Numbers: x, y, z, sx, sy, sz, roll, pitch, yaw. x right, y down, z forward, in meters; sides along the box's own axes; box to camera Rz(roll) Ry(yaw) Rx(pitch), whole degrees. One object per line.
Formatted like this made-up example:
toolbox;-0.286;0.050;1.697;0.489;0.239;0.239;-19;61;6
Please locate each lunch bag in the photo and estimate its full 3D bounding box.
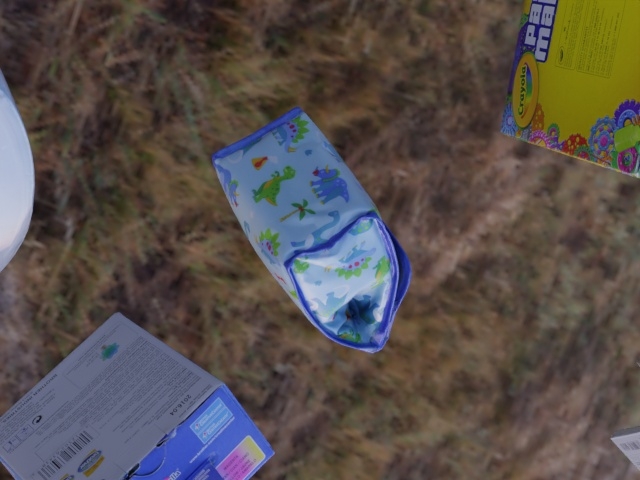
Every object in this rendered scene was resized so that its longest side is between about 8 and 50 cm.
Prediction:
lunch bag;0.000;0.000;1.039;0.096;0.129;0.151;-28;142;-6

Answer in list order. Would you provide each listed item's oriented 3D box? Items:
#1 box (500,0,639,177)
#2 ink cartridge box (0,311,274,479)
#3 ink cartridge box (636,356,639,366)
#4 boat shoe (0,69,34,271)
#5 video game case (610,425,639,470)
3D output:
box;0.318;-0.192;1.053;0.279;0.177;0.290;5;102;-28
ink cartridge box;-0.250;0.283;1.878;0.270;0.395;0.151;-43;121;-15
ink cartridge box;0.550;0.151;1.766;0.232;0.168;0.171;-41;-178;6
boat shoe;-0.156;0.002;0.434;0.096;0.088;0.267;-12;156;-26
video game case;0.302;0.197;1.152;0.011;0.122;0.087;-45;-174;-27
